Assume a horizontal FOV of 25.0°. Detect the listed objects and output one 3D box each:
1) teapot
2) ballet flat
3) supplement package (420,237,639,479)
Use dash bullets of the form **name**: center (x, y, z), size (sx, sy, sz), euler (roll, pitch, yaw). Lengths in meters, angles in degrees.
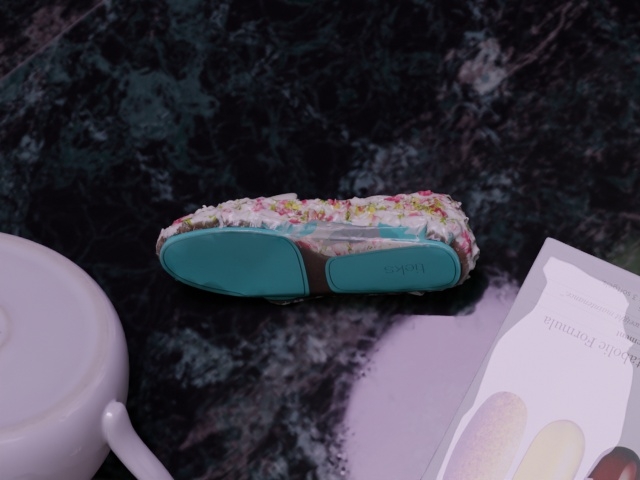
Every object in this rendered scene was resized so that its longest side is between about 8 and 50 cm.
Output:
- **teapot**: center (-0.253, 0.128, 1.029), size (0.252, 0.187, 0.256), euler (-11, 44, -24)
- **ballet flat**: center (0.000, 0.000, 1.083), size (0.241, 0.091, 0.077), euler (3, 40, 9)
- **supplement package**: center (0.160, 0.148, 0.949), size (0.139, 0.134, 0.244), euler (24, 76, 20)
